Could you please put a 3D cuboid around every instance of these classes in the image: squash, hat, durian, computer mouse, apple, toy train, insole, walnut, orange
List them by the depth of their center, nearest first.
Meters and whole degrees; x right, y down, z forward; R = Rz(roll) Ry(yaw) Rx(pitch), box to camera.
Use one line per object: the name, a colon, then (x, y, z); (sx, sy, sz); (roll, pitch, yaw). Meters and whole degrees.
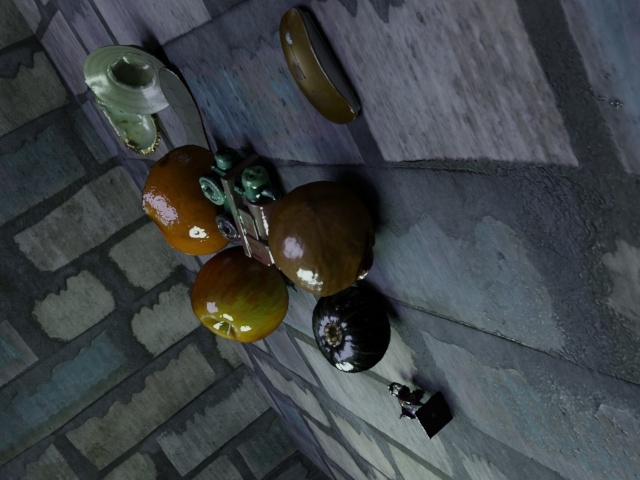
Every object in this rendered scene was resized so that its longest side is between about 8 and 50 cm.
computer mouse: (-0.008, -0.271, 1.083); (0.199, 0.045, 0.102); (59, 158, -14)
walnut: (0.000, 0.000, 1.300); (0.203, 0.203, 0.298); (48, 164, 18)
squash: (0.068, 0.196, 1.515); (0.193, 0.156, 0.193); (7, 108, 23)
toy train: (-0.163, -0.082, 1.657); (0.221, 0.150, 0.304); (28, 148, 34)
hat: (-0.500, -0.462, 1.829); (0.252, 0.252, 0.110); (87, -174, -58)
orange: (-0.335, -0.104, 1.832); (0.310, 0.274, 0.274); (56, 162, -19)
insole: (-0.359, -0.324, 1.849); (0.119, 0.009, 0.348); (23, 149, 27)
apple: (-0.245, 0.165, 1.995); (0.301, 0.301, 0.301); (47, 160, 23)
durian: (-0.611, -0.391, 2.196); (0.144, 0.139, 0.252); (33, 152, 57)

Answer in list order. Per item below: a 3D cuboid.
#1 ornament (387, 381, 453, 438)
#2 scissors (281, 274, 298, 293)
ornament: (0.209, 0.374, 1.604); (0.203, 0.088, 0.081); (25, 144, 59)
scissors: (-0.122, 0.104, 2.040); (0.212, 0.021, 0.110); (36, 151, 44)
